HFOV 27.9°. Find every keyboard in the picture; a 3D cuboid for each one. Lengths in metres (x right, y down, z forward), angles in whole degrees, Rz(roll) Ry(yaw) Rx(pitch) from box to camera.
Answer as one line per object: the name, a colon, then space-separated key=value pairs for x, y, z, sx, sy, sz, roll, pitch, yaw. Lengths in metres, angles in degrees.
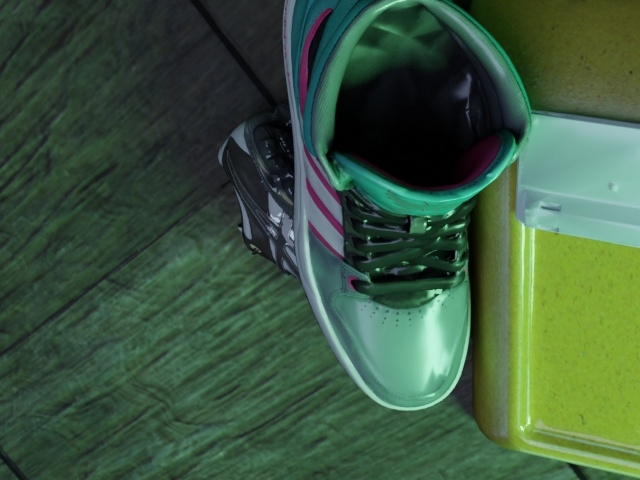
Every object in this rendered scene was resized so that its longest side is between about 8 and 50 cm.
keyboard: x=0.226 y=-0.019 z=0.676 sx=0.256 sy=0.014 sz=0.072 roll=11 pitch=116 yaw=23

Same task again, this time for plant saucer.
plant saucer: x=0.234 y=0.031 z=0.756 sx=0.332 sy=0.081 sz=0.333 roll=9 pitch=121 yaw=23

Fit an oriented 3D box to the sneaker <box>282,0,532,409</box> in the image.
sneaker: x=0.052 y=-0.022 z=0.736 sx=0.123 sy=0.178 sz=0.296 roll=-13 pitch=104 yaw=-8

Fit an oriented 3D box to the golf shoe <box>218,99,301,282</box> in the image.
golf shoe: x=0.000 y=0.000 z=0.880 sx=0.094 sy=0.077 sz=0.198 roll=-13 pitch=108 yaw=50
